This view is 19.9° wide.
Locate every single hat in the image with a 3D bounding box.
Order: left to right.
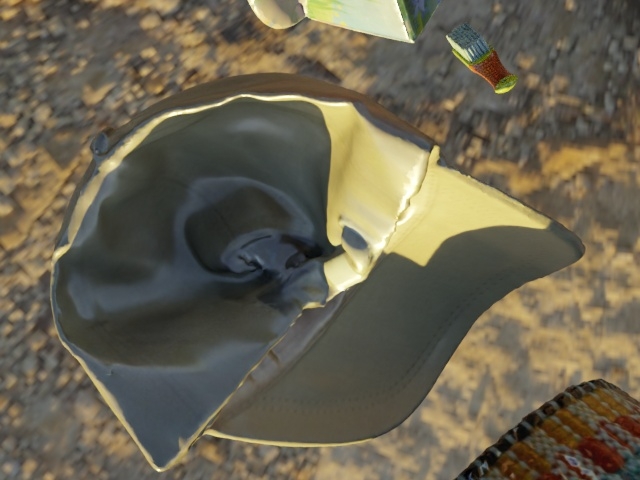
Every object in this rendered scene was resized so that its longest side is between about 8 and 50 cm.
[{"bbox_3d":[0.000,0.000,0.725,0.144,0.173,0.166,48,111,12],"label":"hat"}]

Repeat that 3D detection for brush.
[{"bbox_3d":[0.094,-0.107,1.071,0.018,0.083,0.021,-35,119,3],"label":"brush"}]

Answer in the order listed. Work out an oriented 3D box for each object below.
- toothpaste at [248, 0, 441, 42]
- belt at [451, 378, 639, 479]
[{"bbox_3d":[-0.005,-0.134,0.531,0.044,0.070,0.193,17,152,29],"label":"toothpaste"},{"bbox_3d":[0.106,0.191,0.844,0.150,0.257,0.207,32,142,27],"label":"belt"}]
